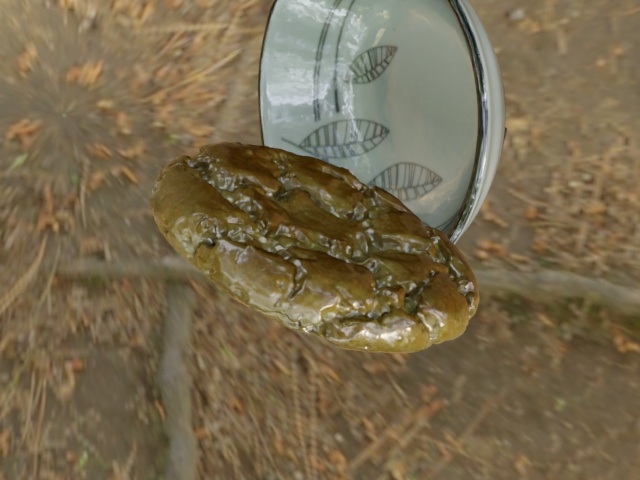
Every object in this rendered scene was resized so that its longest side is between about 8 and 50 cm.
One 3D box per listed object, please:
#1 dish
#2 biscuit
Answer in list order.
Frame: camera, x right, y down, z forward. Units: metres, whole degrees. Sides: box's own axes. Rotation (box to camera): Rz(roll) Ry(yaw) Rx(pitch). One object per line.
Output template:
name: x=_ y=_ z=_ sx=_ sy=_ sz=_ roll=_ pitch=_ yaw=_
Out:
dish: x=0.072 y=-0.115 z=1.684 sx=0.106 sy=0.316 sz=0.316 roll=-9 pitch=95 yaw=-35
biscuit: x=0.000 y=0.000 z=1.236 sx=0.226 sy=0.226 sz=0.042 roll=22 pitch=113 yaw=-8
